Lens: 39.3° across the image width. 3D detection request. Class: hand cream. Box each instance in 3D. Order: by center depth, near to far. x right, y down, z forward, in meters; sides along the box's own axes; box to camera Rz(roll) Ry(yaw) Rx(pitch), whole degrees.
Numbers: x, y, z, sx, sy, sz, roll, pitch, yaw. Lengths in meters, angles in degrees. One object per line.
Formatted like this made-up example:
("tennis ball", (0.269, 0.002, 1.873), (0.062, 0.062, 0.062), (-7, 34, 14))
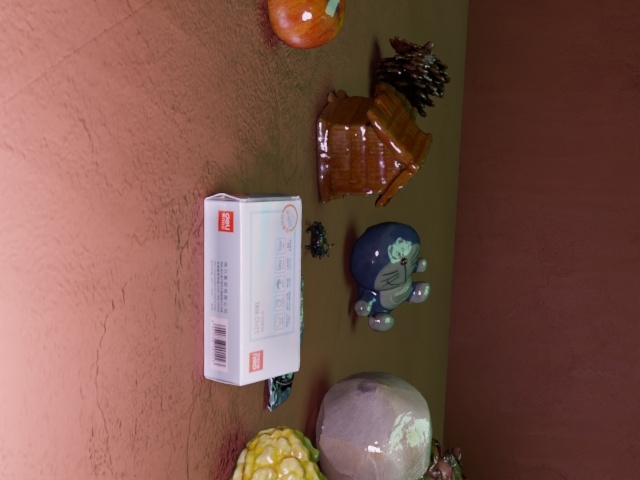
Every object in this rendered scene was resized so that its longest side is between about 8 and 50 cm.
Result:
("hand cream", (-0.067, 0.166, 1.560), (0.075, 0.052, 0.248), (2, 96, -51))

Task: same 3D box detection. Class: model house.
("model house", (0.116, -0.194, 1.815), (0.199, 0.229, 0.219), (-50, 141, -56))

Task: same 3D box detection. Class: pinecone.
("pinecone", (0.220, -0.394, 2.239), (0.168, 0.185, 0.212), (92, 24, -65))

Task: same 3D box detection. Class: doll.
("doll", (0.160, 0.071, 2.105), (0.228, 0.154, 0.258), (-33, 147, -25))

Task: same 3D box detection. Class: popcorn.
("popcorn", (-0.054, 0.395, 1.391), (0.189, 0.169, 0.218), (-6, 102, -74))

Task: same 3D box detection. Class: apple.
("apple", (-0.018, -0.388, 1.481), (0.146, 0.146, 0.146), (2, 90, -74))

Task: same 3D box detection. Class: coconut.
("coconut", (0.106, 0.392, 1.836), (0.245, 0.245, 0.247), (-67, 154, -51))

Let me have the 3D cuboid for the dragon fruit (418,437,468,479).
("dragon fruit", (0.155, 0.556, 2.059), (0.263, 0.296, 0.314), (48, 38, -18))

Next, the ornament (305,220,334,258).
("ornament", (0.000, 0.000, 1.786), (0.125, 0.028, 0.073), (10, 83, -72))

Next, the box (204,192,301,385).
("box", (-0.095, 0.065, 1.292), (0.135, 0.079, 0.269), (-6, 99, -51))
